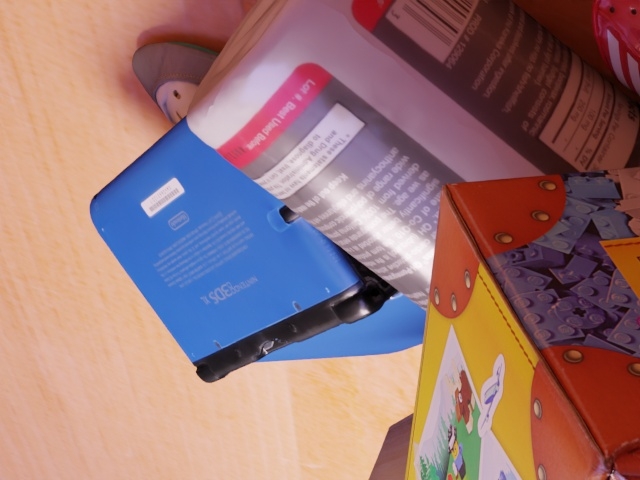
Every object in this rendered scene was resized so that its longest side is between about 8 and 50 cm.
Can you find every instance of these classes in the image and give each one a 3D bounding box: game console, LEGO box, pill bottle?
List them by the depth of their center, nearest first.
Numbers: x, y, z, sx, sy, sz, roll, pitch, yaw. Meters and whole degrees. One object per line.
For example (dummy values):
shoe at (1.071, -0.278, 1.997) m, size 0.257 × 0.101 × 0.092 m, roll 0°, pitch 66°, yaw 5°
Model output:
LEGO box at (0.237, 0.211, 0.800) m, size 0.372 × 0.193 × 0.500 m, roll -5°, pitch 126°, yaw -14°
pill bottle at (0.094, -0.044, 0.904) m, size 0.318 × 0.176 × 0.176 m, roll 37°, pitch 149°, yaw -12°
game console at (0.000, 0.000, 1.116) m, size 0.250 × 0.173 × 0.293 m, roll 55°, pitch 150°, yaw -3°

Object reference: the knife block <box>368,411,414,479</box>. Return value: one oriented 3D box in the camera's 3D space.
knife block at (0.103, 0.146, 1.001) m, size 0.276 × 0.088 × 0.242 m, roll 8°, pitch 155°, yaw 36°

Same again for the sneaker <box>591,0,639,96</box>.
sneaker at (0.208, -0.126, 0.782) m, size 0.128 × 0.087 × 0.221 m, roll 28°, pitch 147°, yaw 8°

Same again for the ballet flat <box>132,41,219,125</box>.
ballet flat at (-0.062, -0.092, 1.092) m, size 0.213 × 0.068 × 0.072 m, roll 17°, pitch 146°, yaw 27°
